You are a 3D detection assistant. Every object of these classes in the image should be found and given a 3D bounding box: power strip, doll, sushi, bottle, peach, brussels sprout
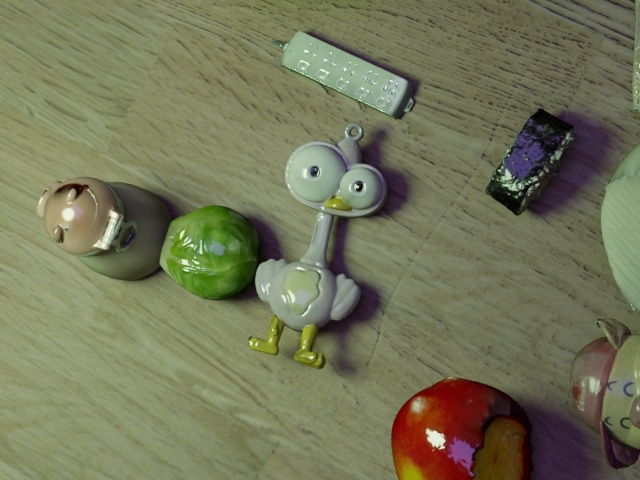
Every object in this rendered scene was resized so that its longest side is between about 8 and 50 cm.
[{"bbox_3d":[0.029,-0.260,1.803,0.252,0.027,0.060,27,88,17],"label":"power strip"},{"bbox_3d":[0.000,0.000,1.734,0.160,0.094,0.365,15,85,14],"label":"doll"},{"bbox_3d":[0.301,-0.112,1.675,0.078,0.090,0.150,35,89,13],"label":"sushi"},{"bbox_3d":[0.457,0.209,1.547,0.256,0.152,0.196,4,78,17],"label":"doll"},{"bbox_3d":[-0.327,-0.025,1.748,0.147,0.236,0.147,-3,80,15],"label":"bottle"},{"bbox_3d":[0.203,0.301,1.580,0.196,0.190,0.226,-31,68,-2],"label":"peach"},{"bbox_3d":[-0.165,0.017,1.762,0.155,0.117,0.155,0,86,-1],"label":"brussels sprout"}]

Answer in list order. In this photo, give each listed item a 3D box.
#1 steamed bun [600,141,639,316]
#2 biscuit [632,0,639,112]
[{"bbox_3d":[0.537,-0.031,1.509,0.309,0.309,0.309,-2,80,14],"label":"steamed bun"},{"bbox_3d":[0.501,-0.297,1.668,0.108,0.062,0.239,2,82,13],"label":"biscuit"}]
